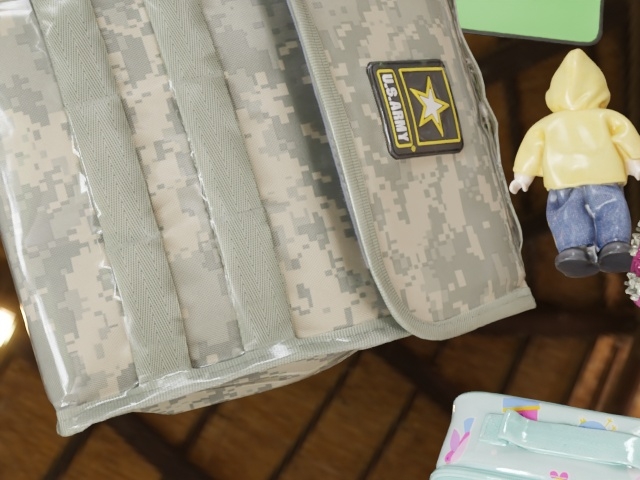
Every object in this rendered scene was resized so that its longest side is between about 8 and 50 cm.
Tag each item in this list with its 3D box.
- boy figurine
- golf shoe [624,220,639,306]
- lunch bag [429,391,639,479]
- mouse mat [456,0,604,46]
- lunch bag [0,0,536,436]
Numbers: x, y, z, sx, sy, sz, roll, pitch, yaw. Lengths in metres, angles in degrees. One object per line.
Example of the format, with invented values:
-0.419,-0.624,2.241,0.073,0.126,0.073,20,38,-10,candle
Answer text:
0.323,-0.100,1.802,0.092,0.177,0.285,42,-140,-63,boy figurine
0.408,0.019,1.457,0.306,0.140,0.115,137,143,-79,golf shoe
0.230,0.222,1.181,0.224,0.279,0.108,59,-136,-50,lunch bag
0.168,-0.261,1.201,0.007,0.152,0.190,152,123,-80,mouse mat
-0.033,-0.040,0.776,0.169,0.287,0.235,146,108,-77,lunch bag
